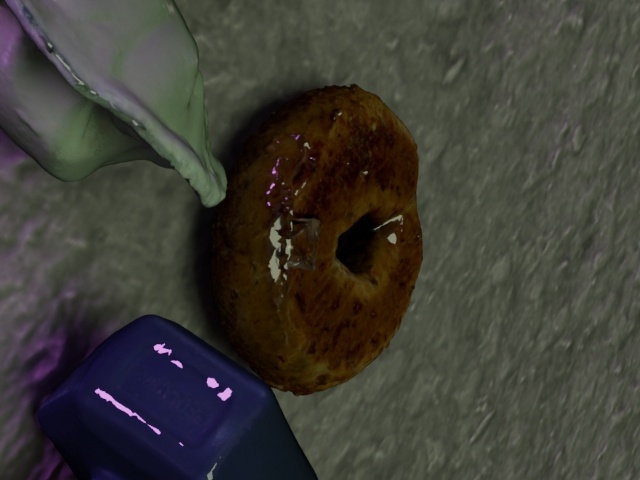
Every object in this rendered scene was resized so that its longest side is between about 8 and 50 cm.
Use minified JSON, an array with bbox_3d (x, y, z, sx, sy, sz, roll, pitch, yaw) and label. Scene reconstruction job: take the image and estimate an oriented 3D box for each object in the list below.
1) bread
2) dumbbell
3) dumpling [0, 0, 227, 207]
[{"bbox_3d":[0.000,0.000,0.920,0.193,0.064,0.193,-18,112,-51],"label":"bread"},{"bbox_3d":[-0.144,0.192,0.747,0.325,0.144,0.160,-47,129,-28],"label":"dumbbell"},{"bbox_3d":[-0.124,-0.082,0.710,0.219,0.108,0.153,42,32,-28],"label":"dumpling"}]
